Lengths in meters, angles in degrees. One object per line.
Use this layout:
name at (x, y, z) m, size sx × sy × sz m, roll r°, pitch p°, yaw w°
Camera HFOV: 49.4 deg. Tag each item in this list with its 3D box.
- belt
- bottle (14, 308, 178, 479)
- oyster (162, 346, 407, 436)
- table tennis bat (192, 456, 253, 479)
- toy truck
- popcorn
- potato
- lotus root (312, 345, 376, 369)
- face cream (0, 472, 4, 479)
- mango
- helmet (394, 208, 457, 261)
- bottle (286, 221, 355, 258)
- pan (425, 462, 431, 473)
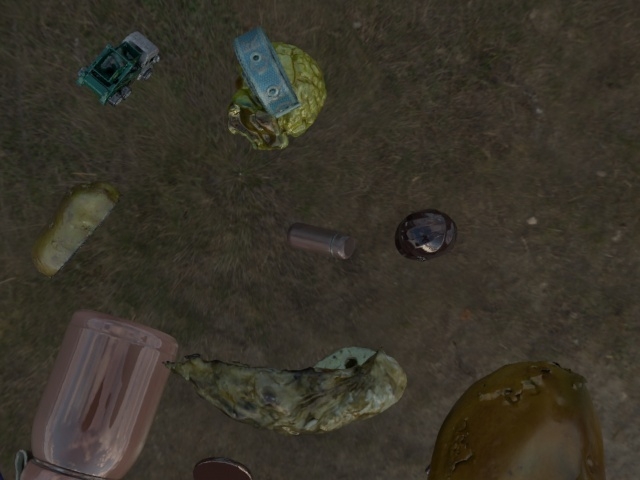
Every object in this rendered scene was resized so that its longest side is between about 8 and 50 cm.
belt at (-0.111, -0.330, 1.369) m, size 0.082 × 0.147 × 0.163 m, roll -26°, pitch 90°, yaw 7°
bottle at (-0.353, 0.266, 1.064) m, size 0.206 × 0.173 × 0.296 m, roll 5°, pitch 73°, yaw 33°
oyster at (-0.058, 0.174, 0.821) m, size 0.294 × 0.166 × 0.094 m, roll -5°, pitch 86°, yaw 35°
table tennis bat at (-0.081, 0.205, 0.579) m, size 0.050 × 0.007 × 0.083 m, roll 6°, pitch 130°, yaw 2°
toy truck at (-0.474, -0.420, 1.662) m, size 0.110 × 0.216 × 0.116 m, roll 41°, pitch 133°, yaw -6°
popcorn at (-0.106, -0.343, 1.668) m, size 0.224 × 0.270 × 0.257 m, roll 20°, pitch 108°, yaw -14°
potato at (-0.441, -0.028, 1.227) m, size 0.081 × 0.164 × 0.200 m, roll 38°, pitch 106°, yaw -17°
lotus root at (0.065, 0.361, 1.774) m, size 0.235 × 0.119 × 0.138 m, roll -22°, pitch 59°, yaw -16°
face cream at (-0.276, 0.142, 0.348) m, size 0.206 × 0.206 × 0.111 m, roll -35°, pitch 73°, yaw -2°
mango at (0.179, 0.220, 0.610) m, size 0.156 × 0.151 × 0.248 m, roll 32°, pitch 59°, yaw -12°
helmet at (0.194, -0.015, 1.307) m, size 0.123 × 0.070 × 0.098 m, roll -11°, pitch 73°, yaw 13°
bottle at (0.000, 0.000, 1.378) m, size 0.140 × 0.053 × 0.053 m, roll 14°, pitch 95°, yaw 35°
pan at (0.322, 0.471, 1.579) m, size 0.040 × 0.115 × 0.212 m, roll 41°, pitch 107°, yaw -3°
